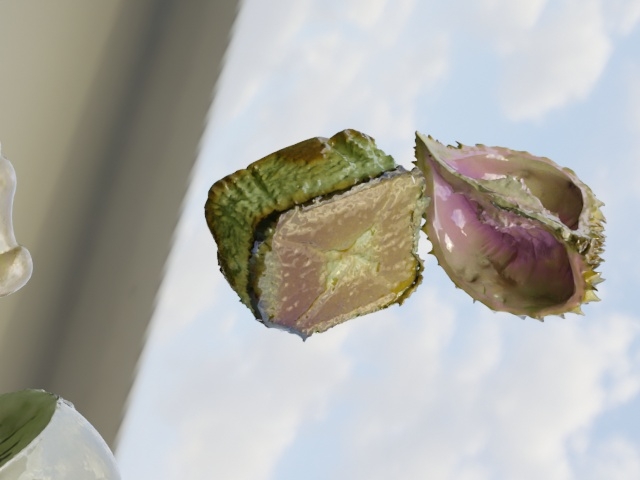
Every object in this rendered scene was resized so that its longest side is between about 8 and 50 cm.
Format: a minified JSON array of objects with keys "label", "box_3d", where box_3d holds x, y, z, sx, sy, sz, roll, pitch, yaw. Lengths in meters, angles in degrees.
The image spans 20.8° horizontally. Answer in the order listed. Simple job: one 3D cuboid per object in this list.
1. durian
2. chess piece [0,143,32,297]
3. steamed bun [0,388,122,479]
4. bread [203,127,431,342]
[{"label":"durian","box_3d":[0.171,-0.015,1.555,0.132,0.182,0.165,43,51,-65]},{"label":"chess piece","box_3d":[-0.356,-0.088,1.637,0.139,0.307,0.124,-27,-168,-2]},{"label":"steamed bun","box_3d":[-0.374,0.322,1.944,0.324,0.206,0.324,-23,-162,8]},{"label":"bread","box_3d":[0.000,0.000,1.142,0.069,0.140,0.128,48,-27,47]}]
